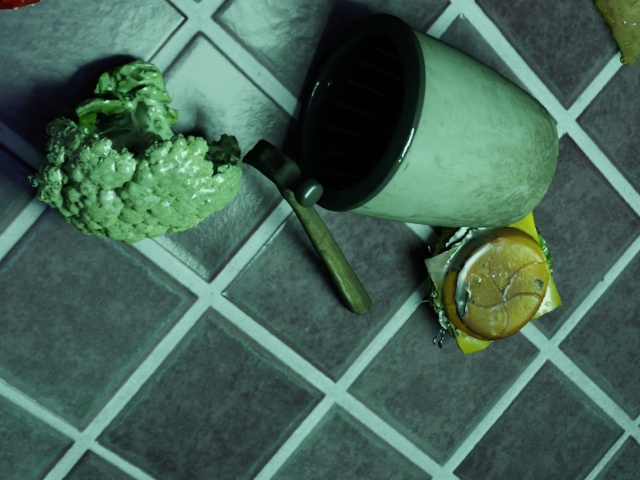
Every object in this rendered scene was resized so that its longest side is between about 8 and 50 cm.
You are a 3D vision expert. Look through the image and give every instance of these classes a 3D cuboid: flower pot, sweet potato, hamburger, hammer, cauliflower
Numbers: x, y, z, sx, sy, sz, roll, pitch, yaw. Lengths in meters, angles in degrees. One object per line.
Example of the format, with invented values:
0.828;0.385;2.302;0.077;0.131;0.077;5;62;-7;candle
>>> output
0.175;-0.151;1.636;0.330;0.293;0.293;15;102;-32;flower pot
0.490;-0.438;1.766;0.131;0.131;0.336;-20;114;-16;sweet potato
0.276;0.062;1.837;0.262;0.139;0.243;-27;115;-14;hamburger
0.000;0.000;1.639;0.044;0.168;0.440;-42;144;-9;hammer
-0.259;-0.126;1.518;0.272;0.275;0.250;-11;76;7;cauliflower

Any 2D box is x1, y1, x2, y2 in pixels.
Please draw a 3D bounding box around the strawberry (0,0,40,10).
-0.365;-0.412;1.331;0.288;0.238;0.250;-9;116;-32;strawberry
